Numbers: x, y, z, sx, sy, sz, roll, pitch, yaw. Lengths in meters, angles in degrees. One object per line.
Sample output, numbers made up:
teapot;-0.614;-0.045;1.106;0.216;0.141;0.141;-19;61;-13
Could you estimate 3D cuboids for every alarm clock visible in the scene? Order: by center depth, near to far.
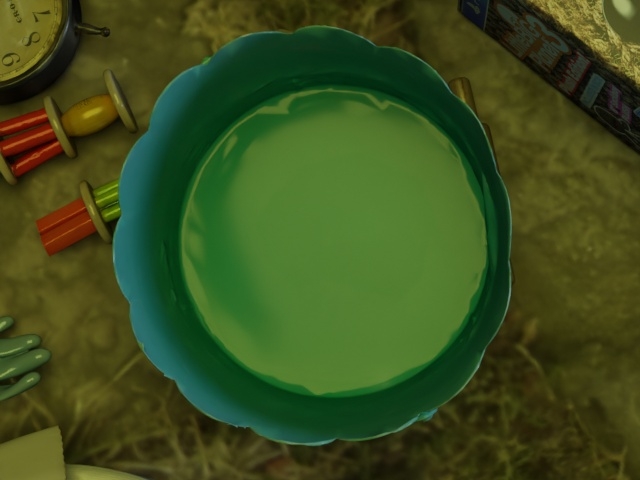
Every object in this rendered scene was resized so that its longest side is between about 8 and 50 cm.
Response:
alarm clock;-0.266;-0.161;1.344;0.192;0.064;0.129;-24;80;-3

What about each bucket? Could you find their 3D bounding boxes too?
bucket;0.000;0.000;1.218;0.281;0.183;0.281;0;88;5

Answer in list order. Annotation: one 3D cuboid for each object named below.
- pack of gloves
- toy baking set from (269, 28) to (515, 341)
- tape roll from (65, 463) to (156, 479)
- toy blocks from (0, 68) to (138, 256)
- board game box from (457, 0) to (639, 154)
pack of gloves;-0.298;0.152;1.268;0.232;0.046;0.195;-11;47;-4
toy baking set;0.039;-0.047;1.325;0.196;0.030;0.256;-8;80;2
tape roll;-0.183;0.353;1.252;0.392;0.072;0.392;-1;80;3
toy blocks;-0.201;-0.045;1.326;0.148;0.054;0.123;-24;82;1
board game box;0.283;-0.184;1.278;0.291;0.141;0.232;39;85;8
